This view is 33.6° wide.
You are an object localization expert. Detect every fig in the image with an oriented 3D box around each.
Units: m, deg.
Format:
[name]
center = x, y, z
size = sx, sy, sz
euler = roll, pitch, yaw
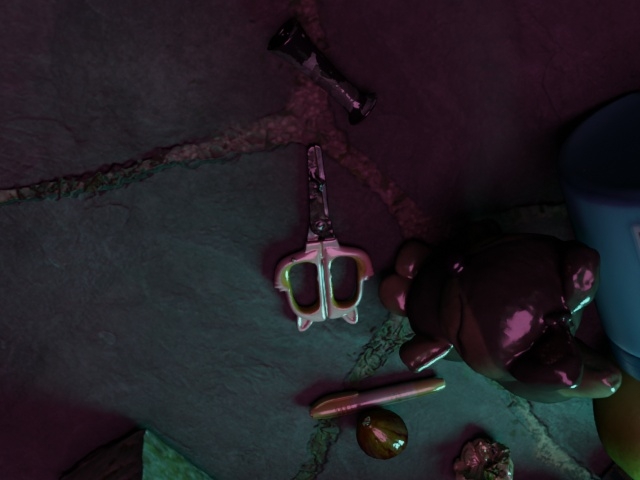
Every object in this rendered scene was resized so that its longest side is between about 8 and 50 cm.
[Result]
[fig]
center = 0.089, 0.311, 1.755
size = 0.089, 0.089, 0.125
euler = -34, 135, 10

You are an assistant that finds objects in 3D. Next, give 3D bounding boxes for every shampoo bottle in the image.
[shampoo bottle]
center = 0.537, -0.014, 1.517
size = 0.331, 0.331, 0.342
euler = -23, 119, 4

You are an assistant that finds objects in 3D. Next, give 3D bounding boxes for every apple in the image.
[apple]
center = 0.590, 0.275, 1.729
size = 0.292, 0.292, 0.254
euler = 0, 123, -9

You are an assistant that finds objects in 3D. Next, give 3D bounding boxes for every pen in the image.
[pen]
center = 0.095, 0.259, 1.771
size = 0.234, 0.032, 0.040
euler = -13, 115, -3

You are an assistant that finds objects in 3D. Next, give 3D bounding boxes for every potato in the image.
[potato]
center = -0.279, 0.464, 1.731
size = 0.189, 0.211, 0.264
euler = -41, 120, 12

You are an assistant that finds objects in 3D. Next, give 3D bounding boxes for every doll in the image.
[doll]
center = 0.313, 0.111, 1.566
size = 0.379, 0.382, 0.252
euler = 16, 86, -30

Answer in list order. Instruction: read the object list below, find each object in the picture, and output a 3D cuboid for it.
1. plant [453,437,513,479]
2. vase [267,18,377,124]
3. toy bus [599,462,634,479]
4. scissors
[plant]
center = 0.285, 0.412, 1.835
size = 0.105, 0.122, 0.116
euler = 6, 125, 1
[vase]
center = 0.005, -0.233, 1.474
size = 0.059, 0.059, 0.167
euler = -43, 116, 15
[toy bus]
center = 0.672, 0.484, 1.940
size = 0.317, 0.112, 0.138
euler = 29, 100, -23
[scissors]
center = 0.000, 0.000, 1.618
size = 0.160, 0.024, 0.317
euler = -7, 119, -4
